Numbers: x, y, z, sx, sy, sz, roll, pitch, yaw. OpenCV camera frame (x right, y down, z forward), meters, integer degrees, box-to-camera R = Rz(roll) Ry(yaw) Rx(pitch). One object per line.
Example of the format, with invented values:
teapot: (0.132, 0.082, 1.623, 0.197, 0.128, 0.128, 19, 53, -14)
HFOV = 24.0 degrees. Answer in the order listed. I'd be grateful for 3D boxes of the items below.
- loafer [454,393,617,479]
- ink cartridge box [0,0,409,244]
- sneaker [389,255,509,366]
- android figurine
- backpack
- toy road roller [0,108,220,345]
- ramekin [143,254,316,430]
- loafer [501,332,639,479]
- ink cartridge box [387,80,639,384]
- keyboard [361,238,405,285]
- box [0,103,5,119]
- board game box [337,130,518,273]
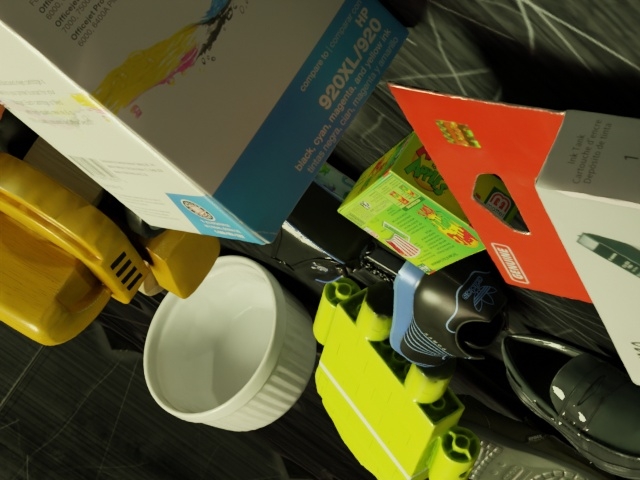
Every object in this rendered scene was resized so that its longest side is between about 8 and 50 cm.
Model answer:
loafer: (0.235, 0.237, 1.669, 0.251, 0.087, 0.094, 29, 130, -18)
ink cartridge box: (-0.106, -0.136, 0.914, 0.233, 0.168, 0.171, 41, 165, -28)
sneaker: (0.118, 0.075, 1.330, 0.090, 0.081, 0.232, 37, 167, 18)
android figurine: (0.071, 0.160, 1.582, 0.248, 0.056, 0.273, 50, 153, 24)
backpack: (-0.005, -0.016, 1.288, 0.105, 0.084, 0.114, 35, 162, -2)
toy road roller: (-0.266, 0.000, 1.630, 0.202, 0.240, 0.329, 31, 167, 15)
ramekin: (-0.102, 0.132, 1.818, 0.207, 0.207, 0.109, 21, 171, 44)
loafer: (0.227, 0.137, 1.281, 0.078, 0.076, 0.223, 48, 171, -30)
ink cartridge box: (0.177, 0.012, 0.921, 0.239, 0.060, 0.275, 11, 157, 29)
keyboard: (0.000, 0.000, 1.445, 0.192, 0.038, 0.100, 29, 166, 15)
box: (-0.503, -0.199, 1.545, 0.345, 0.215, 0.168, 40, 165, -29)
board game box: (0.079, -0.027, 1.139, 0.092, 0.043, 0.181, 34, 167, -5)
